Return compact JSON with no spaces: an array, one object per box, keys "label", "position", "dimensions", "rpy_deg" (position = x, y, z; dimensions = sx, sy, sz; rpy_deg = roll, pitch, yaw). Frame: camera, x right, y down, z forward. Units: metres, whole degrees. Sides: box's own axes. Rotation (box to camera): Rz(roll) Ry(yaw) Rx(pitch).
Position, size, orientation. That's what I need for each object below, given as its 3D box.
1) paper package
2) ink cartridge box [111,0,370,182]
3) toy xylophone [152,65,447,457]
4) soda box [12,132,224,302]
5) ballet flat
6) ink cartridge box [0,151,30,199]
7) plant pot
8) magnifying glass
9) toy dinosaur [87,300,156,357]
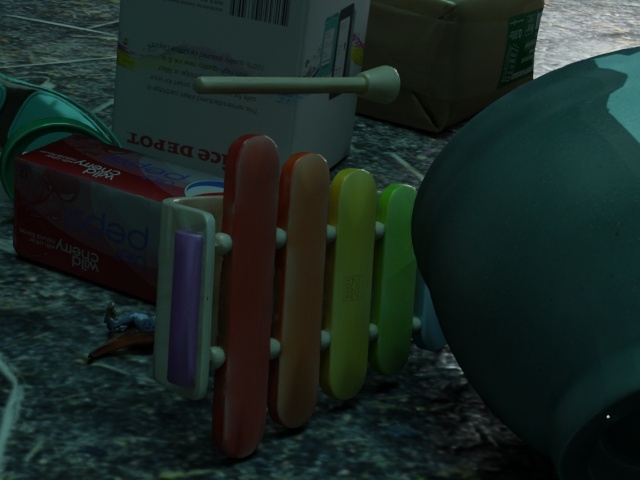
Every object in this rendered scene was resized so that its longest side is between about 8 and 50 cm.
[{"label":"paper package","position":[0.097,-0.276,1.666],"dimensions":[0.309,0.168,0.325],"rpy_deg":[19,25,24]},{"label":"ink cartridge box","position":[-0.074,-0.209,1.314],"dimensions":[0.198,0.270,0.197],"rpy_deg":[14,22,17]},{"label":"toy xylophone","position":[0.000,0.000,0.896],"dimensions":[0.081,0.236,0.323],"rpy_deg":[10,18,41]},{"label":"soda box","position":[-0.117,-0.005,1.040],"dimensions":[0.263,0.092,0.083],"rpy_deg":[16,25,21]},{"label":"ballet flat","position":[-0.292,-0.113,1.245],"dimensions":[0.247,0.083,0.087],"rpy_deg":[28,-11,-1]},{"label":"ink cartridge box","position":[-0.249,-0.053,1.173],"dimensions":[0.083,0.048,0.028],"rpy_deg":[1,22,-14]},{"label":"plant pot","position":[0.215,0.049,0.819],"dimensions":[0.293,0.293,0.196],"rpy_deg":[3,49,-11]},{"label":"magnifying glass","position":[-0.170,-0.052,1.166],"dimensions":[0.231,0.092,0.026],"rpy_deg":[9,17,-24]},{"label":"toy dinosaur","position":[-0.117,0.070,0.959],"dimensions":[0.082,0.047,0.090],"rpy_deg":[18,56,3]}]
